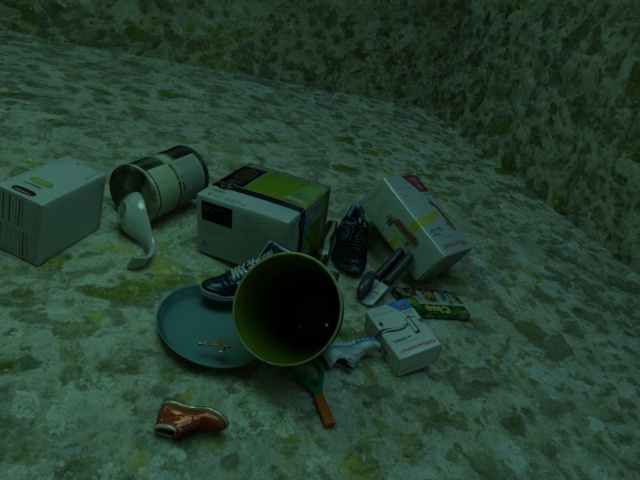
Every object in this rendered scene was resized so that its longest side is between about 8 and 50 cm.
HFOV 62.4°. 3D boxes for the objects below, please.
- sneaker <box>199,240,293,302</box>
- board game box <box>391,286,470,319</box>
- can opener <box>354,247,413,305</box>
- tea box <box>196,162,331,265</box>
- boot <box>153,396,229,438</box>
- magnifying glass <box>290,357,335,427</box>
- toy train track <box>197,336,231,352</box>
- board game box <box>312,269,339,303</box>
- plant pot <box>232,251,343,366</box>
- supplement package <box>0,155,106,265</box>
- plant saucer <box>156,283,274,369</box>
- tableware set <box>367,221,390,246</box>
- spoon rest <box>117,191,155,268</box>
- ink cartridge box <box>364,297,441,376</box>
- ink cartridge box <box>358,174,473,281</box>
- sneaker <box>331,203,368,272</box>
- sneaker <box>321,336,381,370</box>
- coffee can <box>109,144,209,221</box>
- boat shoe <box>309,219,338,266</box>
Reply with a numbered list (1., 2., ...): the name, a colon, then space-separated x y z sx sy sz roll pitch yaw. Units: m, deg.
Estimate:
1. sneaker: -0.199 0.087 1.513 0.282 0.153 0.099 -2 36 -22
2. board game box: 0.390 0.223 1.869 0.260 0.030 0.136 6 36 -23
3. can opener: 0.221 0.113 1.817 0.076 0.095 0.283 30 56 26
4. tea box: -0.182 -0.076 1.749 0.329 0.219 0.323 18 33 19
5. boot: -0.283 0.404 1.158 0.158 0.059 0.084 12 34 2
6. magnifying glass: -0.014 0.385 1.378 0.092 0.026 0.231 4 32 -26
7. toy train track: -0.269 0.266 1.342 0.083 0.014 0.048 8 40 -10
8. board game box: -0.076 0.132 1.672 0.243 0.042 0.165 12 30 11
9. plant pot: -0.049 0.191 1.404 0.275 0.274 0.293 31 -3 17
10. supplement package: -0.764 -0.092 1.510 0.145 0.204 0.262 24 30 5
11. plant saucer: -0.284 0.236 1.434 0.318 0.043 0.317 15 30 -9
12. tableware set: 0.262 -0.018 2.168 0.194 0.039 0.128 26 42 21
13. spoon rest: -0.567 -0.031 1.630 0.084 0.137 0.276 13 43 -41
14. ink cartridge box: 0.244 0.287 1.590 0.148 0.085 0.203 -16 43 -20
15. ink cartridge box: 0.371 -0.058 2.035 0.279 0.160 0.384 -10 61 -52
16. sneaker: 0.117 -0.011 1.969 0.125 0.139 0.340 14 32 -12
17. sneaker: 0.092 0.328 1.497 0.191 0.071 0.083 -5 45 -23
18. coffee can: -0.544 -0.197 1.810 0.202 0.201 0.275 28 31 13
19. boat shoe: 0.002 -0.007 1.942 0.095 0.095 0.257 15 31 2
